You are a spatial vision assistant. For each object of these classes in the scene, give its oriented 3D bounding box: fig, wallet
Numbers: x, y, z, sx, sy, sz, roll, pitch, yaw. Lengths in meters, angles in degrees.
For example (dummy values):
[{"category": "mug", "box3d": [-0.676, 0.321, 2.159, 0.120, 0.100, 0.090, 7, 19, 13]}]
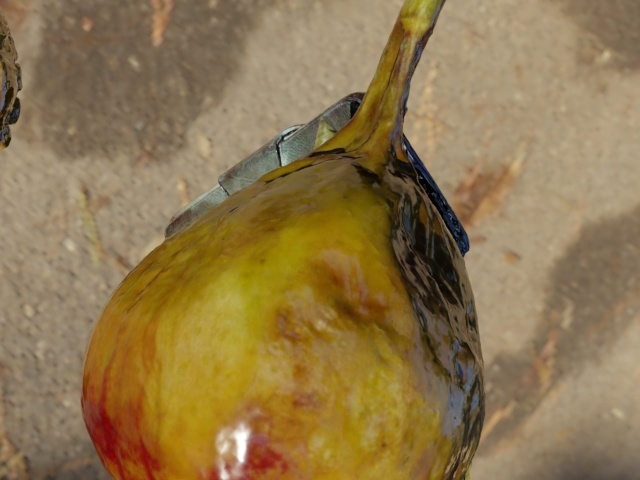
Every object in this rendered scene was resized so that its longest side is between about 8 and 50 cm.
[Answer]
[{"category": "fig", "box3d": [0.026, 0.019, 0.730, 0.290, 0.190, 0.190, -48, 143, -8]}, {"category": "wallet", "box3d": [-0.015, -0.002, 1.386, 0.045, 0.172, 0.318, -32, -179, -41]}]

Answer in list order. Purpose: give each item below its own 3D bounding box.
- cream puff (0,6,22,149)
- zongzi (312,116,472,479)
[{"category": "cream puff", "box3d": [-0.260, -0.109, 1.022, 0.115, 0.150, 0.165, 21, 89, -79]}, {"category": "zongzi", "box3d": [0.003, 0.133, 1.220, 0.160, 0.360, 0.323, 0, 143, -14]}]
